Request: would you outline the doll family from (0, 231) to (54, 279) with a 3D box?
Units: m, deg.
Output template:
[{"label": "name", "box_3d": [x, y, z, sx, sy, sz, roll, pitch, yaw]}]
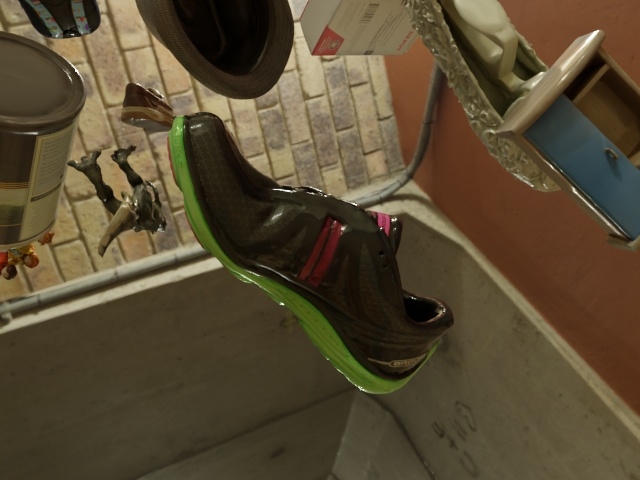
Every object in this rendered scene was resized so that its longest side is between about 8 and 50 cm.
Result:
[{"label": "doll family", "box_3d": [-0.793, -0.016, 1.392, 0.163, 0.118, 0.263, 32, -69, -2]}]

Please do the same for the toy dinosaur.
[{"label": "toy dinosaur", "box_3d": [-0.240, -0.054, 0.652, 0.268, 0.064, 0.118, -125, -170, -83]}]

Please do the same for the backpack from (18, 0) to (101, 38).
[{"label": "backpack", "box_3d": [-0.551, -0.517, 1.119, 0.173, 0.158, 0.117, 99, -26, -66]}]

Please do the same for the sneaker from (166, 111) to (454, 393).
[{"label": "sneaker", "box_3d": [0.000, 0.000, 0.714, 0.483, 0.202, 0.185, 45, 13, -23]}]

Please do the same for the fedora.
[{"label": "fedora", "box_3d": [-0.175, -0.351, 0.813, 0.124, 0.275, 0.244, 11, -103, 37]}]

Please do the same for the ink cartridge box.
[{"label": "ink cartridge box", "box_3d": [0.120, -0.560, 1.297, 0.207, 0.282, 0.117, -45, -120, 58]}]

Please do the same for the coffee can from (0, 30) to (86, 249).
[{"label": "coffee can", "box_3d": [-0.492, -0.145, 0.818, 0.275, 0.201, 0.202, -53, -123, 40]}]

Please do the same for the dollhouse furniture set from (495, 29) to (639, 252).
[{"label": "dollhouse furniture set", "box_3d": [0.356, -0.120, 0.450, 0.198, 0.286, 0.303, 40, 3, -10]}]

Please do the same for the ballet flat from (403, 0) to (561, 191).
[{"label": "ballet flat", "box_3d": [0.267, -0.241, 0.781, 0.409, 0.147, 0.147, 52, -22, 2]}]

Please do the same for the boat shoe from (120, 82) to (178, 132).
[{"label": "boat shoe", "box_3d": [-0.494, -0.393, 1.581, 0.342, 0.123, 0.123, -34, 121, -82]}]
